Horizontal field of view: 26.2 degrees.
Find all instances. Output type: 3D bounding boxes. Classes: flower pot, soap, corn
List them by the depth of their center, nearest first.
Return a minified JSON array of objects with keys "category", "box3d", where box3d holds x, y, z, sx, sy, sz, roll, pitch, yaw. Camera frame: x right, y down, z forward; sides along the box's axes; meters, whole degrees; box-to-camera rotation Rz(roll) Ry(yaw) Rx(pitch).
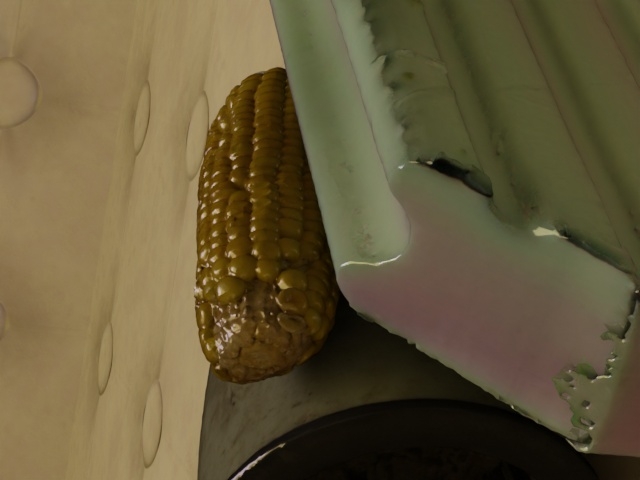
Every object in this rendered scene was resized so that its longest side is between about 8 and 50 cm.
[{"category":"soap","box3d":[0.126,-0.075,0.915,0.446,0.261,0.156,-105,29,-45]},{"category":"corn","box3d":[-0.033,-0.020,0.985,0.322,0.119,0.119,-86,15,-50]},{"category":"flower pot","box3d":[0.047,0.132,1.065,0.330,0.293,0.294,-96,22,-54]}]

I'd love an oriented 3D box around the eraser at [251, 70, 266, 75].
[{"category":"eraser","box3d":[-0.057,-0.035,1.664,0.189,0.104,0.290,98,170,-59]}]
